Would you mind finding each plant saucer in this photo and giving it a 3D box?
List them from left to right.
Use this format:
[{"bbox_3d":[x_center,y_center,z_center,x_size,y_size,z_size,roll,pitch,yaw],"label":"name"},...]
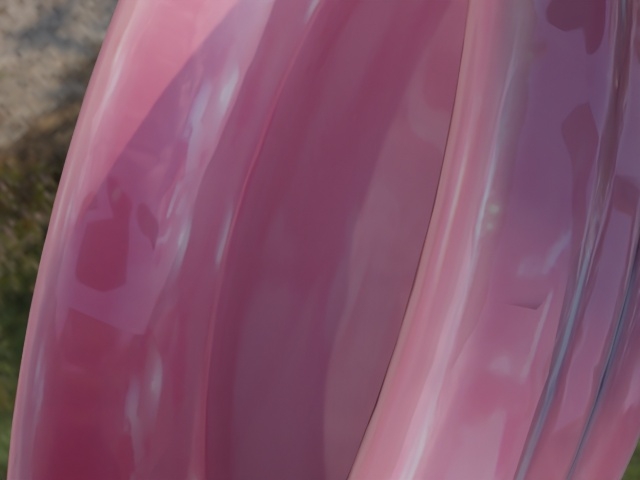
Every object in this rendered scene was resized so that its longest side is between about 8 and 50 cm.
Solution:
[{"bbox_3d":[0.000,0.000,0.483,0.084,0.332,0.332,16,118,-21],"label":"plant saucer"}]
